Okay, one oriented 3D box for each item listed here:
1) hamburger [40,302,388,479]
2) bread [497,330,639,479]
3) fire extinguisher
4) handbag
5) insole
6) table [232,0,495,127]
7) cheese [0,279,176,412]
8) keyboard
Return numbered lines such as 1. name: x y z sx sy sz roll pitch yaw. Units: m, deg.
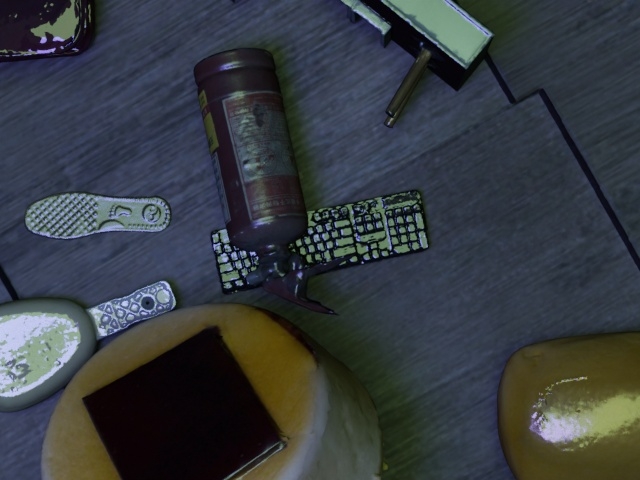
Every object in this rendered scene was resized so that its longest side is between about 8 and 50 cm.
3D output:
1. hamburger: -0.090 0.191 1.463 0.302 0.170 0.302 -12 46 13
2. bread: 0.264 0.153 1.541 0.217 0.098 0.147 -9 89 1
3. fire extinguisher: -0.043 -0.046 1.541 0.075 0.106 0.252 -1 73 -39
4. handbag: -0.312 -0.257 1.592 0.216 0.074 0.203 -5 85 2
5. insole: -0.203 -0.023 1.606 0.135 0.002 0.045 0 86 1
6. table: 0.024 -0.205 1.558 0.240 0.121 0.111 39 87 4
7. cheese: -0.221 0.083 1.580 0.192 0.037 0.097 -21 87 0
8. keyboard: 0.000 0.000 1.595 0.195 0.018 0.060 -13 88 0
